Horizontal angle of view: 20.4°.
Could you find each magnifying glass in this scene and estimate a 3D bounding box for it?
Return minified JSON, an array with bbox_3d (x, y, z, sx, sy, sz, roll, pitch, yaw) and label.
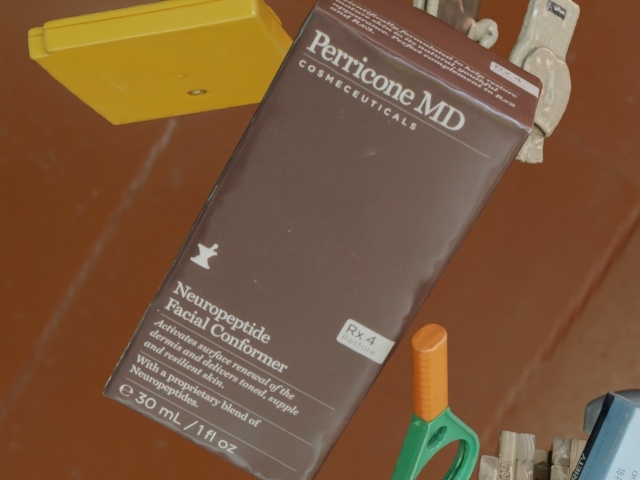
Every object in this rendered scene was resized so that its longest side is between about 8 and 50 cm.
[{"bbox_3d":[0.088,0.147,1.397,0.092,0.231,0.026,-37,54,-25],"label":"magnifying glass"}]

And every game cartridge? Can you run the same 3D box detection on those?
[{"bbox_3d":[-0.176,-0.225,2.192,0.285,0.323,0.052,-8,76,10],"label":"game cartridge"}]

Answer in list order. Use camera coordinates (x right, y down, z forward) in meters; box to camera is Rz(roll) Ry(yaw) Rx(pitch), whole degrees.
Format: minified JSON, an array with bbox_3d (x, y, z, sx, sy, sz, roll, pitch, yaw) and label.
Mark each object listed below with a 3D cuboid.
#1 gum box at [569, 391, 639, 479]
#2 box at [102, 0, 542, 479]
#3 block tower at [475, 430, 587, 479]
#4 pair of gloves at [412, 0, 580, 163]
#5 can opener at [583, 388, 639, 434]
[{"bbox_3d":[0.210,0.189,0.972,0.157,0.184,0.041,-66,16,2],"label":"gum box"},{"bbox_3d":[0.000,0.000,1.418,0.381,0.191,0.143,-61,2,22],"label":"box"},{"bbox_3d":[0.314,0.256,1.691,0.335,0.097,0.091,7,58,2],"label":"block tower"},{"bbox_3d":[0.184,-0.203,1.942,0.042,0.240,0.204,-3,74,49],"label":"pair of gloves"},{"bbox_3d":[0.377,0.183,1.579,0.283,0.076,0.095,1,92,7],"label":"can opener"}]
